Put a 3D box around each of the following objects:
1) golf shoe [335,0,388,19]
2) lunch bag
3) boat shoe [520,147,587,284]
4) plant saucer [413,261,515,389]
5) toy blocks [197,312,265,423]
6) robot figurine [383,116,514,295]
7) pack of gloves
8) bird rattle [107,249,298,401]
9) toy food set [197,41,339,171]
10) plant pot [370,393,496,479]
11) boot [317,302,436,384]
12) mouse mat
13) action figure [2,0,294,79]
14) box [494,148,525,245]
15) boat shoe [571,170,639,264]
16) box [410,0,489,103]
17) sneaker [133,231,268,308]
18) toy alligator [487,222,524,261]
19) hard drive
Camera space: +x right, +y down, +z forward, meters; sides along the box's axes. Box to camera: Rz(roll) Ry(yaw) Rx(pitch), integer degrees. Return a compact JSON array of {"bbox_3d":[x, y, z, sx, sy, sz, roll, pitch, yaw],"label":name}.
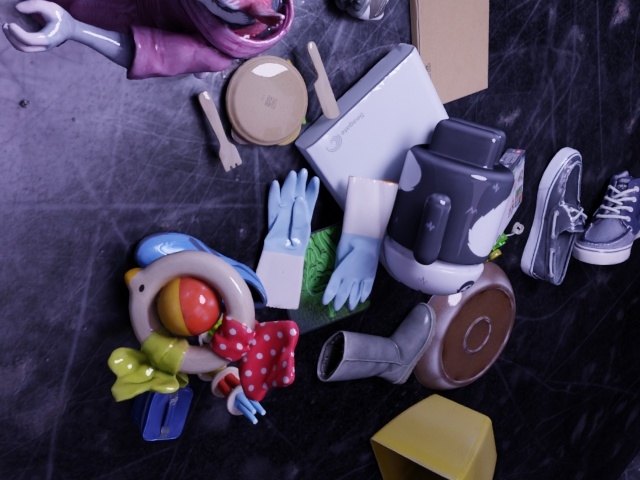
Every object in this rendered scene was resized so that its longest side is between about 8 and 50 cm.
[{"bbox_3d":[0.088,-0.410,0.878,0.094,0.077,0.198,8,111,-51],"label":"golf shoe"},{"bbox_3d":[-0.231,0.242,0.915,0.067,0.065,0.098,6,106,-40],"label":"lunch bag"},{"bbox_3d":[0.530,-0.048,1.358,0.108,0.102,0.301,-1,110,-38],"label":"boat shoe"},{"bbox_3d":[0.326,0.197,1.346,0.311,0.050,0.310,-17,119,-33],"label":"plant saucer"},{"bbox_3d":[-0.127,0.190,0.918,0.054,0.148,0.123,-8,115,-36],"label":"toy blocks"},{"bbox_3d":[0.203,-0.048,0.978,0.209,0.173,0.278,2,112,-30],"label":"robot figurine"},{"bbox_3d":[0.000,0.000,0.983,0.195,0.046,0.232,9,108,-12],"label":"pack of gloves"},{"bbox_3d":[-0.155,0.114,0.798,0.143,0.254,0.206,-44,122,-67],"label":"bird rattle"},{"bbox_3d":[-0.076,-0.191,0.869,0.192,0.038,0.132,-29,118,-19],"label":"toy food set"},{"bbox_3d":[0.262,0.460,1.319,0.187,0.212,0.212,-42,130,-32],"label":"plant pot"},{"bbox_3d":[0.107,0.188,1.163,0.209,0.076,0.189,20,94,-35],"label":"boot"},{"bbox_3d":[0.007,0.065,1.037,0.153,0.007,0.189,-19,121,-13],"label":"mouse mat"},{"bbox_3d":[-0.126,-0.213,0.588,0.276,0.370,0.248,38,85,-43],"label":"action figure"},{"bbox_3d":[0.346,-0.087,1.184,0.207,0.036,0.114,-42,134,-49],"label":"box"},{"bbox_3d":[0.681,-0.063,1.445,0.341,0.127,0.158,-26,120,-49],"label":"boat shoe"},{"bbox_3d":[0.220,-0.335,1.040,0.164,0.021,0.201,-24,122,-27],"label":"box"},{"bbox_3d":[-0.159,0.048,0.876,0.209,0.082,0.069,27,94,-41],"label":"sneaker"},{"bbox_3d":[0.343,0.013,1.277,0.190,0.056,0.051,-24,165,-30],"label":"toy alligator"},{"bbox_3d":[0.136,-0.114,1.044,0.233,0.047,0.353,-44,130,-6],"label":"hard drive"}]
